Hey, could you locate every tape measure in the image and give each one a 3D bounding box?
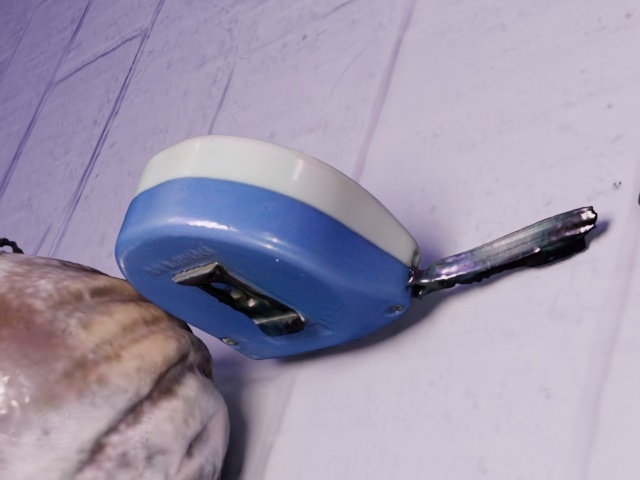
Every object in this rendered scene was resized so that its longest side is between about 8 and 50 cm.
[{"bbox_3d":[0.000,0.000,0.883,0.351,0.215,0.098,-20,47,48],"label":"tape measure"}]

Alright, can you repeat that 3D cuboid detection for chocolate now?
[{"bbox_3d":[-0.182,0.157,1.013,0.303,0.212,0.303,7,-90,-90],"label":"chocolate"}]
